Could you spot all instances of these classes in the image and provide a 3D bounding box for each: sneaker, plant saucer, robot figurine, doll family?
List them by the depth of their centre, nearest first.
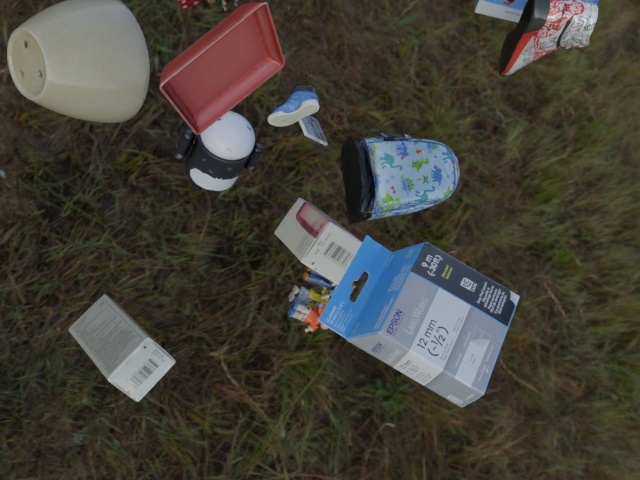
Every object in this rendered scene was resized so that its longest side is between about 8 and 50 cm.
[{"bbox_3d":[-0.200,-0.354,1.277,0.258,0.259,0.047,-40,78,-3],"label":"plant saucer"},{"bbox_3d":[0.471,-0.412,1.298,0.145,0.270,0.090,7,78,1],"label":"sneaker"},{"bbox_3d":[-0.076,-0.371,1.698,0.058,0.152,0.084,36,42,-53],"label":"sneaker"},{"bbox_3d":[0.014,0.144,1.840,0.163,0.118,0.263,26,99,-22],"label":"doll family"},{"bbox_3d":[-0.305,-0.263,1.868,0.173,0.278,0.209,46,45,7],"label":"robot figurine"}]

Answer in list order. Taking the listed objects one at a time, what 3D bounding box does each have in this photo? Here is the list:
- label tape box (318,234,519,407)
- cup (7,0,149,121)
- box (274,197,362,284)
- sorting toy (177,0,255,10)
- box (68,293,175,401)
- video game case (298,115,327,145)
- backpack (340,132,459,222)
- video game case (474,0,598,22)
[{"bbox_3d":[0.208,0.144,1.300,0.348,0.115,0.249,31,59,2],"label":"label tape box"},{"bbox_3d":[-0.633,-0.451,1.574,0.237,0.331,0.331,-25,93,-51],"label":"cup"},{"bbox_3d":[0.000,0.000,1.642,0.149,0.232,0.127,32,95,-29],"label":"box"},{"bbox_3d":[-0.170,-0.516,1.256,0.274,0.132,0.046,-22,88,-10],"label":"sorting toy"},{"bbox_3d":[-0.536,0.279,1.666,0.148,0.311,0.121,-47,130,-14],"label":"box"},{"bbox_3d":[-0.026,-0.319,1.758,0.122,0.011,0.087,12,52,-61],"label":"video game case"},{"bbox_3d":[0.276,-0.213,2.054,0.356,0.273,0.290,-1,83,-24],"label":"backpack"},{"bbox_3d":[0.489,-0.577,1.322,0.244,0.269,0.061,12,61,-1],"label":"video game case"}]
